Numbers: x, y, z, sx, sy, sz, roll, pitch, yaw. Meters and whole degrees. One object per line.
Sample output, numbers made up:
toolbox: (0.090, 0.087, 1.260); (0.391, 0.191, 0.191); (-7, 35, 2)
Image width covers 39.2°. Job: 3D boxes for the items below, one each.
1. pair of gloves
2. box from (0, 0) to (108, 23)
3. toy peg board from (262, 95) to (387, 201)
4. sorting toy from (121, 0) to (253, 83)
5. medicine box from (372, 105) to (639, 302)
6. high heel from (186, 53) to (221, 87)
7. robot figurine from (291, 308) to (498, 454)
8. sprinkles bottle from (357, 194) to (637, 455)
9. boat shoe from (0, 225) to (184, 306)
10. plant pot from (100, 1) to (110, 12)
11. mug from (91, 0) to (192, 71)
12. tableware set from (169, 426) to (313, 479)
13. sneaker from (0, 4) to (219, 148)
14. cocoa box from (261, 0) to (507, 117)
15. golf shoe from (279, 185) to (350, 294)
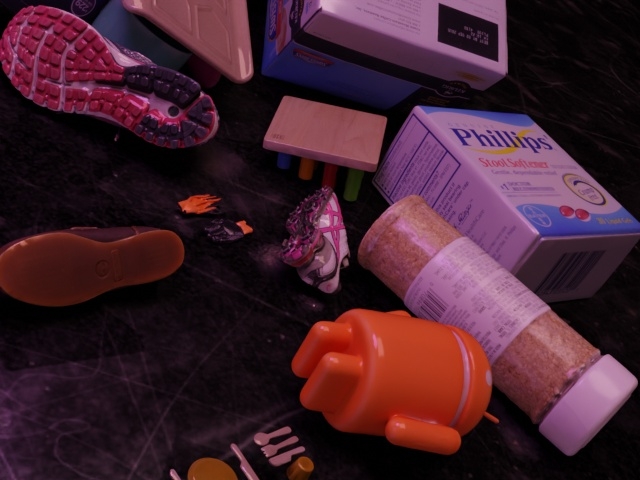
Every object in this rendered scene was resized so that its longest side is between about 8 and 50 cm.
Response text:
pair of gloves: (-0.130, -0.027, 1.106); (0.083, 0.010, 0.074); (45, 34, 18)
box: (-0.375, -0.398, 1.175); (0.103, 0.184, 0.261); (49, 6, 25)
toy peg board: (0.005, -0.130, 1.315); (0.161, 0.079, 0.161); (12, 32, 2)
sorting toy: (-0.194, -0.387, 1.271); (0.229, 0.041, 0.307); (26, 48, -48)
medicine box: (0.272, -0.053, 1.326); (0.263, 0.149, 0.289); (-3, 45, -40)
high heel: (-0.205, -0.350, 1.332); (0.117, 0.082, 0.244); (-1, 85, -64)
robot figurine: (0.083, 0.139, 0.929); (0.219, 0.128, 0.158); (12, -2, -25)
sprinkles bottle: (0.206, 0.095, 1.091); (0.355, 0.121, 0.121); (43, 35, 21)
boat shoe: (-0.240, 0.023, 0.906); (0.073, 0.073, 0.207); (6, 7, 44)
plant pot: (-0.286, -0.384, 1.385); (0.096, 0.109, 0.109); (-1, 14, 36)
mug: (-0.256, -0.274, 1.259); (0.129, 0.097, 0.158); (40, 18, -15)
tableware set: (-0.056, 0.228, 0.798); (0.154, 0.024, 0.104); (-10, 52, -47)
sneaker: (-0.273, -0.196, 1.157); (0.299, 0.121, 0.112); (28, 3, 1)
cocoa box: (0.105, -0.372, 1.500); (0.347, 0.228, 0.231); (13, 69, -24)
golf shoe: (0.000, 0.000, 1.132); (0.086, 0.067, 0.186); (49, 26, -20)
